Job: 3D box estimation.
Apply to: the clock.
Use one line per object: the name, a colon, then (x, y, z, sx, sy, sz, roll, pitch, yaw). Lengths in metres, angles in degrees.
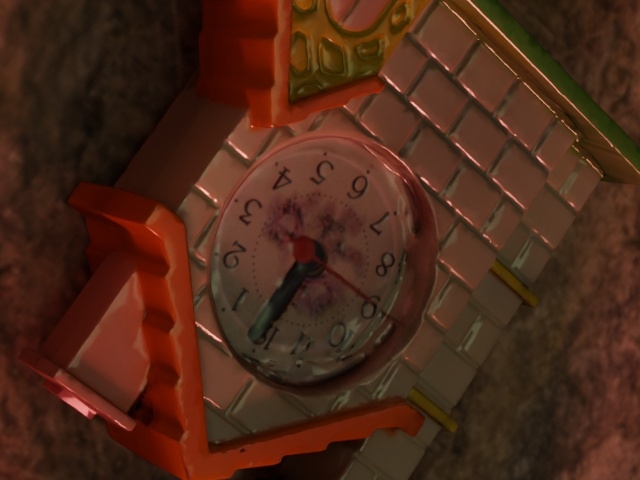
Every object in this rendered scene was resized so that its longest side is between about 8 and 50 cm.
clock: (0.000, 0.000, 0.763, 0.220, 0.106, 0.255, 40, 77, -28)
